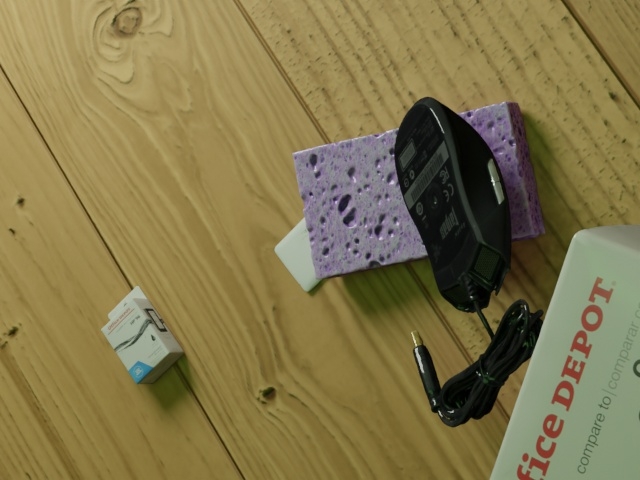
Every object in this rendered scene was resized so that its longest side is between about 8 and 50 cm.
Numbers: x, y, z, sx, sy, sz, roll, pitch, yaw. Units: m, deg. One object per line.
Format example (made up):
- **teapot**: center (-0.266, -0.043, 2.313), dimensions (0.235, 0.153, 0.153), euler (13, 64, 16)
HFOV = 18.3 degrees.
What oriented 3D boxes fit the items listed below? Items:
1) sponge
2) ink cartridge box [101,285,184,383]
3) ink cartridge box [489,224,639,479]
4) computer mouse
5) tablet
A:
- **sponge**: center (0.083, -0.041, 1.716), dimensions (0.210, 0.031, 0.117), euler (-12, 84, 26)
- **ink cartridge box**: center (-0.171, 0.088, 1.859), dimensions (0.048, 0.028, 0.083), euler (-44, 68, 20)
- **ink cartridge box**: center (0.336, 0.183, 1.486), dimensions (0.384, 0.160, 0.279), euler (24, 103, 29)
- **computer mouse**: center (0.117, 0.022, 1.643), dimensions (0.184, 0.060, 0.262), euler (-62, 40, 47)
- **tablet**: center (0.000, 0.000, 1.780), dimensions (0.083, 0.006, 0.054), euler (-46, 68, 20)
